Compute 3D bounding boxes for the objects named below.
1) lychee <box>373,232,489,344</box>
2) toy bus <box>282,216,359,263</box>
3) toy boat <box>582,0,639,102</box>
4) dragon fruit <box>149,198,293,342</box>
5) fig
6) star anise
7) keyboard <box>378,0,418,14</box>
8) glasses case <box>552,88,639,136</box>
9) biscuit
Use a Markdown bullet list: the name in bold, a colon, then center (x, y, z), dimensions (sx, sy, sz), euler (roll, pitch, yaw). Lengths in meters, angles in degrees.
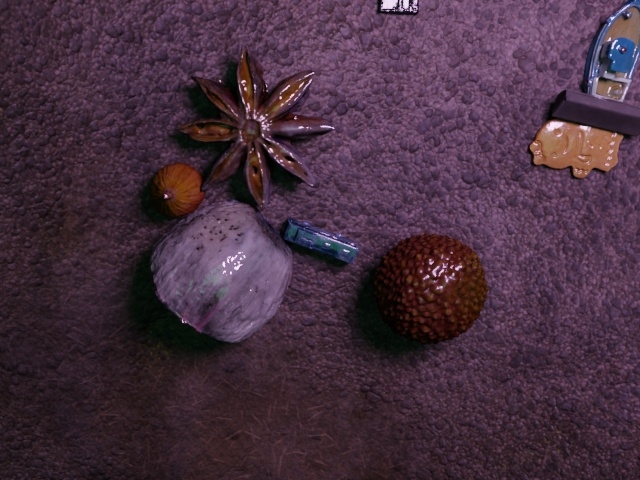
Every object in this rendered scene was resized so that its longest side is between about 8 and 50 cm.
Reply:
- **lychee**: center (0.223, 0.092, 1.342), dimensions (0.235, 0.271, 0.236), euler (0, 76, -1)
- **toy bus**: center (0.000, 0.000, 1.415), dimensions (0.165, 0.065, 0.047), euler (20, 103, -4)
- **toy boat**: center (0.585, -0.365, 1.293), dimensions (0.088, 0.102, 0.215), euler (12, 103, -4)
- **dragon fruit**: center (-0.188, 0.056, 1.358), dimensions (0.221, 0.204, 0.283), euler (-43, 100, 14)
- **fig**: center (-0.287, -0.098, 1.368), dimensions (0.119, 0.153, 0.119), euler (-8, 107, -27)
- **star anise**: center (-0.129, -0.223, 1.342), dimensions (0.331, 0.117, 0.332), euler (2, 103, 10)
- **keyboard**: center (0.161, -0.575, 1.297), dimensions (0.087, 0.017, 0.251), euler (3, 104, 0)
- **glasses case**: center (0.562, -0.255, 1.315), dimensions (0.190, 0.072, 0.042), euler (13, 78, -4)
- **biscuit**: center (0.532, -0.201, 1.372), dimensions (0.184, 0.027, 0.134), euler (17, 105, -3)
